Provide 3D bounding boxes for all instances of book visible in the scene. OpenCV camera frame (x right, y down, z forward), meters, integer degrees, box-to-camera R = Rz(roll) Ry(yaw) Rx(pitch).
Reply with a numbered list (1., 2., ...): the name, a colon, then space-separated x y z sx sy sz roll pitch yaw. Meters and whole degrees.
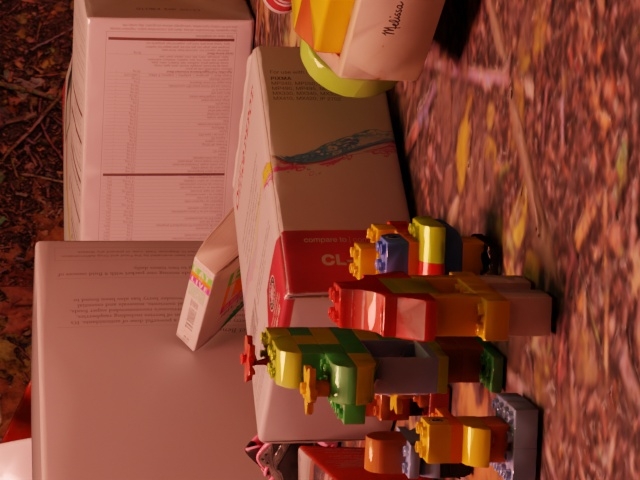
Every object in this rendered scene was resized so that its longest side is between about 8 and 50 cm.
1. book: -0.052 0.011 1.307 0.096 0.035 0.144 -45 -9 -21

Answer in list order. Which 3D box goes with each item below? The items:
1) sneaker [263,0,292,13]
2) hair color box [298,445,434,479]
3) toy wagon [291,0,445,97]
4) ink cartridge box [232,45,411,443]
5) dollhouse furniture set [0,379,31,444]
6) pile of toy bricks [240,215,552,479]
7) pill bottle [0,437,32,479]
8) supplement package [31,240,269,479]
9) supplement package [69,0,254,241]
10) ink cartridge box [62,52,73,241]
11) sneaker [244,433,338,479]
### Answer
1. sneaker: -0.025 -0.210 1.297 0.067 0.042 0.118 -160 63 -84
2. hair color box: 0.025 0.157 0.965 0.167 0.053 0.093 -169 81 -79
3. toy wagon: 0.023 -0.246 0.948 0.267 0.068 0.344 107 161 -58
4. ink cartridge box: 0.000 0.000 1.053 0.127 0.072 0.175 100 166 -49
5. dollhouse furniture set: -0.282 0.174 2.163 0.259 0.262 0.135 -60 22 30
6. pile of toy bricks: 0.019 0.049 0.846 0.212 0.105 0.118 -135 47 -77
7. pill bottle: -0.183 0.341 1.572 0.210 0.210 0.363 126 135 -73
8. supplement package: -0.113 0.157 1.392 0.293 0.177 0.175 -101 14 -50
9. supplement package: -0.139 -0.094 1.664 0.134 0.139 0.244 -111 24 -61
10. ink cartridge box: -0.190 -0.082 1.990 0.306 0.131 0.226 135 134 -78
11. sneaker: -0.018 0.135 1.204 0.047 0.057 0.119 -123 34 -69
